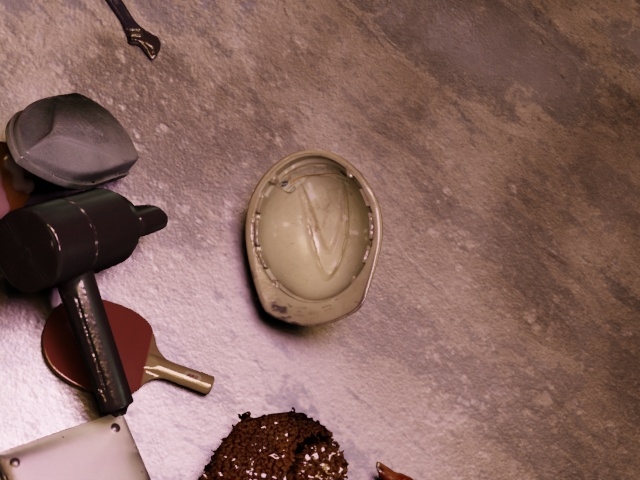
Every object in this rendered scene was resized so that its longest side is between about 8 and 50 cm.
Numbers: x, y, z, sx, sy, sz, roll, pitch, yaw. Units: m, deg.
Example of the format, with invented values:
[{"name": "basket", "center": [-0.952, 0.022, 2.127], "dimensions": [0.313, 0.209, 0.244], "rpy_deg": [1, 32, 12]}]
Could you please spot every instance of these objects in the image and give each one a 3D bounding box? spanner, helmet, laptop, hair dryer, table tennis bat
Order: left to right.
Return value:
[{"name": "laptop", "center": [-0.289, 0.370, 1.797], "dimensions": [0.187, 0.015, 0.269], "rpy_deg": [-17, 74, -32]}, {"name": "hair dryer", "center": [-0.289, 0.081, 1.867], "dimensions": [0.244, 0.116, 0.303], "rpy_deg": [-20, 94, -57]}, {"name": "spanner", "center": [-0.311, -0.366, 2.146], "dimensions": [0.046, 0.012, 0.208], "rpy_deg": [-28, 80, -34]}, {"name": "table tennis bat", "center": [-0.264, 0.161, 1.911], "dimensions": [0.246, 0.022, 0.138], "rpy_deg": [22, 58, -13]}, {"name": "helmet", "center": [0.001, 0.005, 2.047], "dimensions": [0.204, 0.137, 0.258], "rpy_deg": [-1, 81, 13]}]

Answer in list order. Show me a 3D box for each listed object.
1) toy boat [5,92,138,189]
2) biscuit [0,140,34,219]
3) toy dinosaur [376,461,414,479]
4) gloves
[{"name": "toy boat", "center": [-0.346, -0.127, 1.865], "dimensions": [0.141, 0.092, 0.319], "rpy_deg": [45, 12, 0]}, {"name": "biscuit", "center": [-0.508, 0.033, 1.712], "dimensions": [0.432, 0.064, 0.283], "rpy_deg": [-62, 145, -20]}, {"name": "toy dinosaur", "center": [0.158, 0.412, 1.939], "dimensions": [0.327, 0.113, 0.207], "rpy_deg": [22, 58, -17]}, {"name": "gloves", "center": [-0.068, 0.351, 1.833], "dimensions": [0.210, 0.135, 0.312], "rpy_deg": [3, 55, 6]}]
